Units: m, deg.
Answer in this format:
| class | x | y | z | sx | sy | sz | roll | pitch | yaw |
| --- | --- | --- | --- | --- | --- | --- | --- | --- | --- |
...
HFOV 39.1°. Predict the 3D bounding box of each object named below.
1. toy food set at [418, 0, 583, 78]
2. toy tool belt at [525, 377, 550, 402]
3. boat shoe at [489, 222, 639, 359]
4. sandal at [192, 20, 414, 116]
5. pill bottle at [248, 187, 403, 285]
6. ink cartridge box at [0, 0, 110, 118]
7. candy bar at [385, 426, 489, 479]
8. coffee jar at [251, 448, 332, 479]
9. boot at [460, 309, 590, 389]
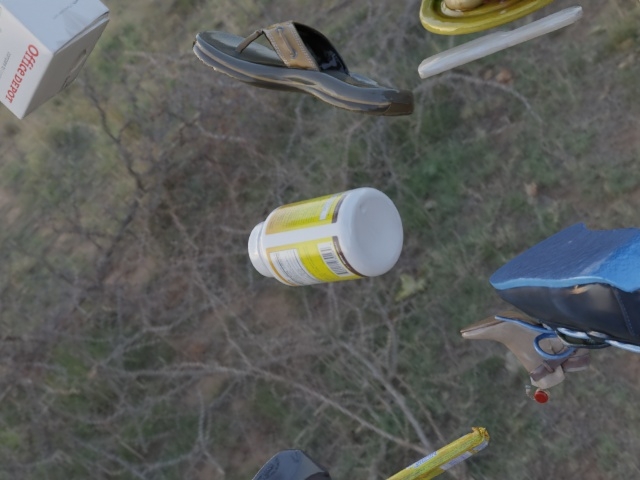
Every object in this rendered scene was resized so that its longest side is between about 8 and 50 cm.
| class | x | y | z | sx | sy | sz | roll | pitch | yaw |
| --- | --- | --- | --- | --- | --- | --- | --- | --- | --- |
| toy food set | 0.125 | -0.216 | 0.667 | 0.128 | 0.071 | 0.218 | -14 | 33 | 21 |
| toy tool belt | 0.306 | 0.173 | 1.224 | 0.052 | 0.083 | 0.051 | 6 | 30 | 31 |
| boat shoe | 0.192 | 0.048 | 0.679 | 0.109 | 0.089 | 0.258 | -35 | 2 | 4 |
| sandal | -0.013 | -0.162 | 0.806 | 0.219 | 0.060 | 0.090 | 22 | 23 | 28 |
| pill bottle | 0.000 | 0.000 | 1.231 | 0.215 | 0.117 | 0.117 | -9 | 44 | 45 |
| ink cartridge box | -0.448 | -0.330 | 1.225 | 0.117 | 0.278 | 0.201 | -51 | 10 | -35 |
| candy bar | 0.108 | 0.240 | 0.944 | 0.161 | 0.040 | 0.018 | -34 | 56 | 12 |
| coffee jar | -0.052 | 0.303 | 0.959 | 0.096 | 0.079 | 0.184 | -41 | -19 | -45 |
| boot | 0.214 | 0.111 | 0.927 | 0.118 | 0.087 | 0.042 | -21 | 4 | 20 |
